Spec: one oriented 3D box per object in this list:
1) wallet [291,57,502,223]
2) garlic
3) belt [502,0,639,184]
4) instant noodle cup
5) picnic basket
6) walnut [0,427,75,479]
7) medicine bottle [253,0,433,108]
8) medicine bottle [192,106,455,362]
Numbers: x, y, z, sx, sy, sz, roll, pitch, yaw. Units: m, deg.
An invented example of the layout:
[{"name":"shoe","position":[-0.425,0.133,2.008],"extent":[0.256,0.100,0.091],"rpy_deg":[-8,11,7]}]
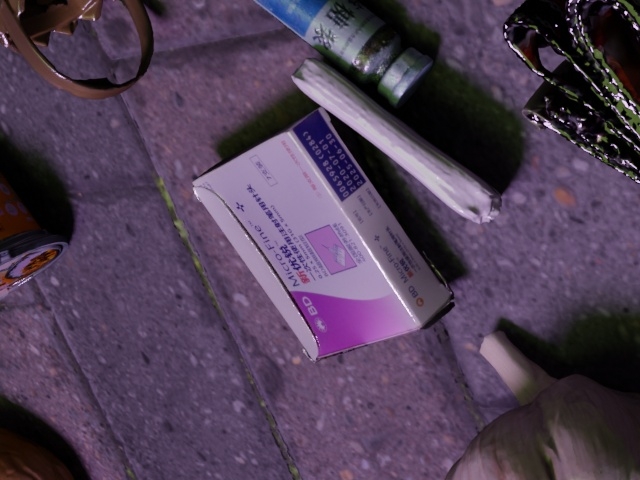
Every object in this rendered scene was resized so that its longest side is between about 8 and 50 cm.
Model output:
[{"name":"wallet","position":[0.061,-0.076,1.157],"extent":[0.190,0.095,0.033],"rpy_deg":[39,98,10]},{"name":"garlic","position":[0.188,0.165,1.208],"extent":[0.218,0.218,0.212],"rpy_deg":[120,142,-47]},{"name":"belt","position":[0.271,-0.041,1.009],"extent":[0.359,0.094,0.126],"rpy_deg":[47,136,-3]},{"name":"instant noodle cup","position":[-0.355,-0.006,1.483],"extent":[0.125,0.177,0.208],"rpy_deg":[59,151,5]},{"name":"picnic basket","position":[-0.207,-0.198,1.233],"extent":[0.138,0.128,0.178],"rpy_deg":[-40,76,50]},{"name":"walnut","position":[-0.365,0.300,1.720],"extent":[0.207,0.167,0.167],"rpy_deg":[26,134,16]},{"name":"medicine bottle","position":[-0.002,-0.176,1.151],"extent":[0.191,0.051,0.051],"rpy_deg":[38,137,6]},{"name":"medicine bottle","position":[0.000,0.000,1.274],"extent":[0.171,0.052,0.201],"rpy_deg":[-21,107,53]}]
